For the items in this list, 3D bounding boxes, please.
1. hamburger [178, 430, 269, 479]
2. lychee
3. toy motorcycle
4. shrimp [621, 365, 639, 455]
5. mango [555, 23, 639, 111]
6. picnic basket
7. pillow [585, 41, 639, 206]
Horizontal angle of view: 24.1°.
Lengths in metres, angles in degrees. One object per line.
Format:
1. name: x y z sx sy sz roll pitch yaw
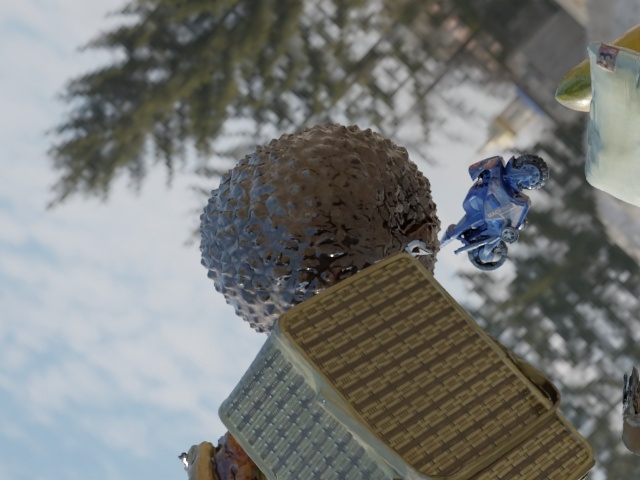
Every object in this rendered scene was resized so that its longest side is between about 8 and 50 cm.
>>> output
1. hamburger: -0.056 0.356 1.669 0.282 0.155 0.245 58 -154 -63
2. lychee: 0.004 0.004 1.783 0.300 0.300 0.300 41 -169 -10
3. toy motorcycle: 0.255 -0.051 2.226 0.114 0.205 0.076 28 -153 7
4. shrimp: 0.316 0.093 1.230 0.046 0.219 0.152 38 149 -12
5. mango: 0.480 -0.264 2.257 0.317 0.176 0.119 -20 -98 -32
6. picnic basket: 0.093 0.191 1.480 0.228 0.175 0.313 -24 -114 -45
7. pillow: 0.390 -0.142 1.884 0.128 0.051 0.229 22 137 30
